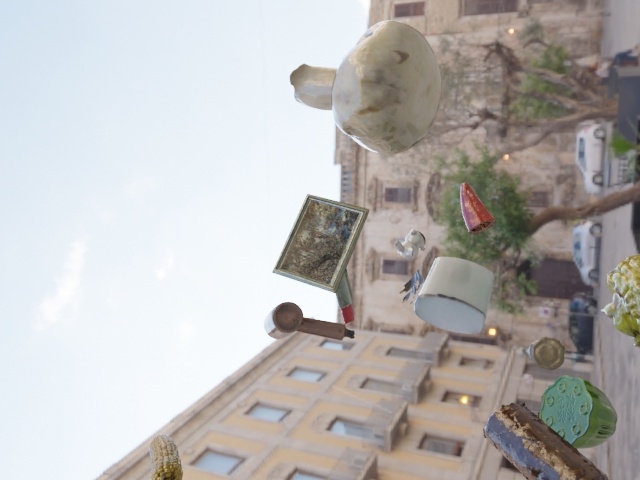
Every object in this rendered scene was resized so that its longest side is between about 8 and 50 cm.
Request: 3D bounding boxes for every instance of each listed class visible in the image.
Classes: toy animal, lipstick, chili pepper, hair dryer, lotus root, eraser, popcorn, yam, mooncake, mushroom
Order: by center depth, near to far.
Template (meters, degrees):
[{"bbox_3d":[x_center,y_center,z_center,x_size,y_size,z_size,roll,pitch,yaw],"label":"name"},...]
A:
[{"bbox_3d":[0.277,0.142,1.118,0.150,0.347,0.057,-50,-41,10],"label":"mooncake"},{"bbox_3d":[-0.019,0.175,1.221,0.117,0.181,0.064,130,152,-68],"label":"hair dryer"},{"bbox_3d":[0.488,0.470,1.318,0.131,0.279,0.131,-10,-65,-23],"label":"yam"},{"bbox_3d":[0.103,-0.356,1.408,0.314,0.336,0.314,-39,-43,-50],"label":"mushroom"},{"bbox_3d":[0.041,0.066,1.496,0.051,0.051,0.312,-60,-42,-57],"label":"lipstick"},{"bbox_3d":[0.677,0.446,1.535,0.186,0.186,0.186,4,-90,-67],"label":"lotus root"},{"bbox_3d":[0.917,0.170,1.683,0.258,0.224,0.270,153,110,-78],"label":"popcorn"},{"bbox_3d":[0.386,0.147,1.728,0.290,0.189,0.104,-45,-36,-61],"label":"eraser"},{"bbox_3d":[0.477,-0.112,1.907,0.065,0.088,0.169,37,-148,-60],"label":"chili pepper"},{"bbox_3d":[0.291,0.022,1.967,0.124,0.071,0.085,-45,-30,-40],"label":"toy animal"}]

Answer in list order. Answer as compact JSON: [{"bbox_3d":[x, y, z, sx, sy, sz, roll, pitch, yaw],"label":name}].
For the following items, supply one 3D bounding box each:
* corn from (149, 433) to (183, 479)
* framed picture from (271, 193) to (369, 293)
[{"bbox_3d":[-0.509,0.721,1.999,0.313,0.102,0.102,-150,58,-71],"label":"corn"},{"bbox_3d":[0.000,0.000,1.187,0.183,0.142,0.011,-66,-23,-16],"label":"framed picture"}]
